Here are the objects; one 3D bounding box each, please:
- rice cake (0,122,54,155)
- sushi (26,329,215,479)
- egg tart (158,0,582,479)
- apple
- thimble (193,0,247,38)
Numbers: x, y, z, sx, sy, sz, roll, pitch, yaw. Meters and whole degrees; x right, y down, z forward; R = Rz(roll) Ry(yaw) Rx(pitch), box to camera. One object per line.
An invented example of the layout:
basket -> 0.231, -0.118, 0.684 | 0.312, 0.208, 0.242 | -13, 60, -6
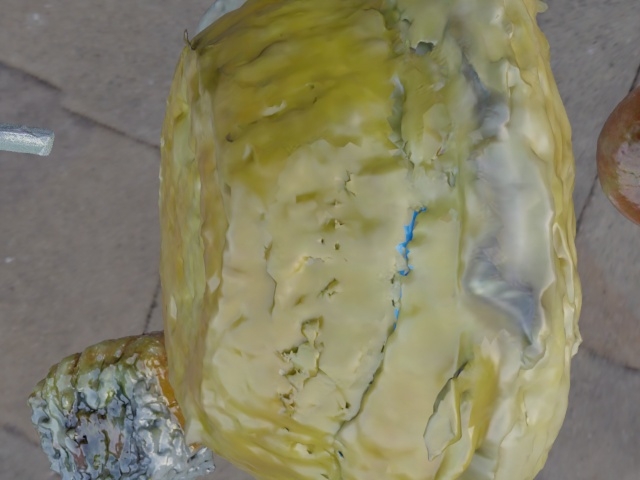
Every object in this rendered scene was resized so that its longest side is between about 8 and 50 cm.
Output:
rice cake -> -0.439, -0.143, 1.643 | 0.030, 0.180, 0.042 | 50, 127, 50
sushi -> -0.208, 0.200, 1.420 | 0.274, 0.139, 0.184 | -23, 82, 41
egg tart -> 0.000, 0.000, 0.694 | 0.169, 0.388, 0.388 | -2, 103, -18
apple -> 0.410, -0.098, 1.474 | 0.160, 0.173, 0.195 | -7, 122, 46
thimble -> 0.036, -0.132, 1.152 | 0.291, 0.291, 0.195 | -31, 61, 21
